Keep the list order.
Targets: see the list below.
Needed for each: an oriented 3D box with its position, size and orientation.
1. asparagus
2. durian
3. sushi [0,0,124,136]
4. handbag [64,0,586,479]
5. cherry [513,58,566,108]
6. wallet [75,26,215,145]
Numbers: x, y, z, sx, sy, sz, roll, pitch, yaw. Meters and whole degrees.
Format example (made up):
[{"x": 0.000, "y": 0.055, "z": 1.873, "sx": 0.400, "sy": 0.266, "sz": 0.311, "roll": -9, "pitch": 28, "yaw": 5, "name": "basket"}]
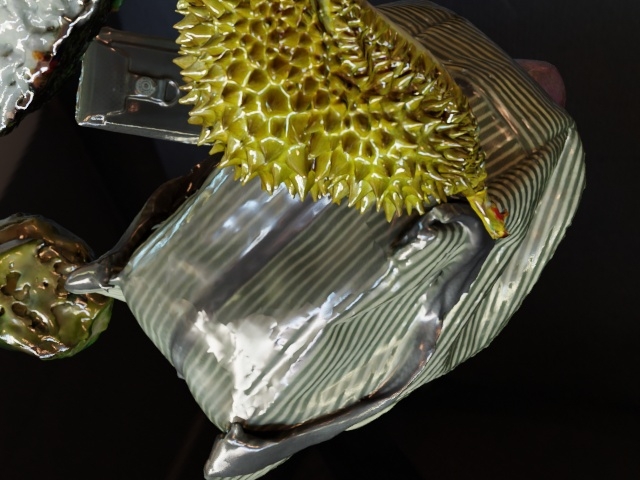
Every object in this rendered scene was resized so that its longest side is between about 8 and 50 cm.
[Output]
[{"x": -0.264, "y": 0.049, "z": 1.186, "sx": 0.108, "sy": 0.128, "sz": 0.382, "roll": -64, "pitch": 11, "yaw": -12, "name": "asparagus"}, {"x": 0.008, "y": -0.056, "z": 0.617, "sx": 0.102, "sy": 0.208, "sz": 0.146, "roll": -55, "pitch": 24, "yaw": -3, "name": "durian"}, {"x": -0.219, "y": -0.180, "z": 0.956, "sx": 0.225, "sy": 0.124, "sz": 0.127, "roll": -52, "pitch": 7, "yaw": 25, "name": "sushi"}, {"x": 0.000, "y": 0.000, "z": 0.914, "sx": 0.247, "sy": 0.240, "sz": 0.341, "roll": 50, "pitch": 117, "yaw": 16, "name": "handbag"}, {"x": 0.258, "y": -0.183, "z": 1.837, "sx": 0.176, "sy": 0.176, "sz": 0.140, "roll": -16, "pitch": 84, "yaw": 17, "name": "cherry"}, {"x": -0.252, "y": -0.241, "z": 2.049, "sx": 0.245, "sy": 0.052, "sz": 0.169, "roll": 7, "pitch": 77, "yaw": -17, "name": "wallet"}]
